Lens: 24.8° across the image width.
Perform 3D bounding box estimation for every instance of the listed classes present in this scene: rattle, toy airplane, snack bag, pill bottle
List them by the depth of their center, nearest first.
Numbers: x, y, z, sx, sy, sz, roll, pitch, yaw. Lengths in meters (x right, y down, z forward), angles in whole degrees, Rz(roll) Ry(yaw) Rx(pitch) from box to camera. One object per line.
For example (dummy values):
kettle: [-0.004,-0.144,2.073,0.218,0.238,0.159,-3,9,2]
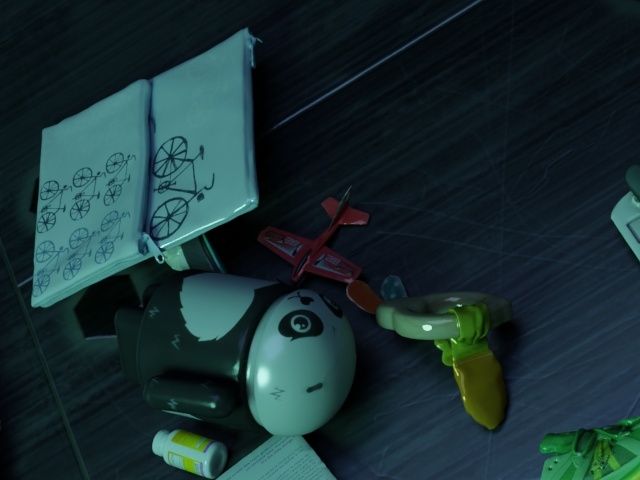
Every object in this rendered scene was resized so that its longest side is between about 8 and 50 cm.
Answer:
rattle: [0.123,0.118,1.643,0.200,0.142,0.130,-1,29,39]
pill bottle: [-0.152,0.243,1.680,0.083,0.043,0.043,14,69,29]
toy airplane: [0.000,0.000,1.761,0.151,0.028,0.151,-9,60,17]
snack bag: [-0.222,-0.097,1.847,0.343,0.037,0.323,-23,46,21]

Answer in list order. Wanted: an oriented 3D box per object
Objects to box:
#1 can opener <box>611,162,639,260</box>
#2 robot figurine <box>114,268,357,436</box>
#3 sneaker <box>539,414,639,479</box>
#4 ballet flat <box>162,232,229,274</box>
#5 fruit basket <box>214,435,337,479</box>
can opener: [0.395,0.038,1.531,0.076,0.095,0.283,-31,55,5]
robot figurine: [-0.096,0.122,1.645,0.278,0.173,0.209,9,67,27]
sneaker: [0.286,0.223,1.466,0.295,0.109,0.123,-39,59,-1]
ballet flat: [-0.168,-0.005,1.811,0.074,0.074,0.203,-29,49,6]
fruit basket: [-0.074,0.396,1.520,0.327,0.165,0.353,-38,36,-6]
